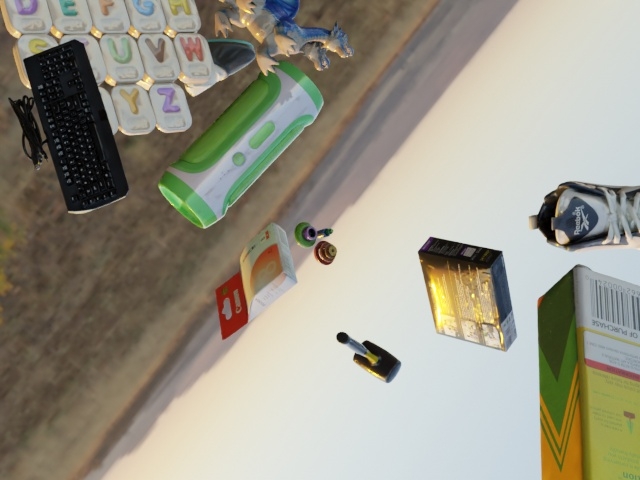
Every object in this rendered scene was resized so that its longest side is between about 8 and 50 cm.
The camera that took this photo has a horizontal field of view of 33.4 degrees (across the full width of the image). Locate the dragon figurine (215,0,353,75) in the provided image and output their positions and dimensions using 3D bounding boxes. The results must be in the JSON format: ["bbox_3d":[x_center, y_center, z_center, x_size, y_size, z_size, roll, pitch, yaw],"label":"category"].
[{"bbox_3d":[-0.084,-0.335,1.554,0.085,0.289,0.144,-45,-167,33],"label":"dragon figurine"}]

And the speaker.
[{"bbox_3d":[-0.132,-0.162,1.781,0.296,0.131,0.131,-48,180,-13],"label":"speaker"}]

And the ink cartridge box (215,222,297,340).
[{"bbox_3d":[-0.127,0.070,1.870,0.179,0.045,0.145,-37,-144,16],"label":"ink cartridge box"}]

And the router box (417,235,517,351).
[{"bbox_3d":[0.236,0.086,1.700,0.046,0.133,0.179,-46,135,-37],"label":"router box"}]

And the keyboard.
[{"bbox_3d":[-0.275,-0.118,1.126,0.100,0.192,0.038,-23,164,7],"label":"keyboard"}]

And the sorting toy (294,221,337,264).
[{"bbox_3d":[0.000,0.000,2.046,0.042,0.102,0.061,-18,-148,50],"label":"sorting toy"}]

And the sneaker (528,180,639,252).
[{"bbox_3d":[0.355,-0.027,1.282,0.153,0.094,0.235,-10,-167,-39],"label":"sneaker"}]

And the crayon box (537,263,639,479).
[{"bbox_3d":[0.318,0.199,1.039,0.081,0.202,0.318,126,-23,-51],"label":"crayon box"}]

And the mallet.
[{"bbox_3d":[0.048,0.139,1.375,0.039,0.062,0.189,-57,149,-4],"label":"mallet"}]

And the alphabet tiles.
[{"bbox_3d":[-0.274,-0.271,1.410,0.284,0.278,0.021,-9,168,-39],"label":"alphabet tiles"}]

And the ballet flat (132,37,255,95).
[{"bbox_3d":[-0.259,-0.313,1.944,0.095,0.280,0.096,68,25,-71],"label":"ballet flat"}]
